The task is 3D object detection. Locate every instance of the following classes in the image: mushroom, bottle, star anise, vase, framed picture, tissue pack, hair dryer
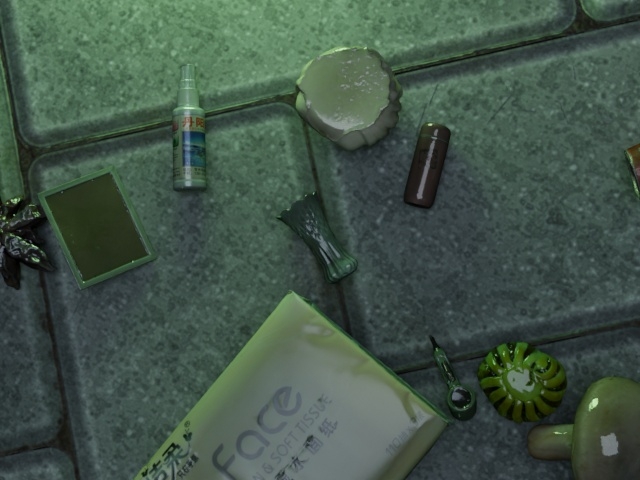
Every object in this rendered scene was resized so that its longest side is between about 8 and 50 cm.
[{"bbox_3d":[0.432,0.315,1.717,0.215,0.207,0.207,-4,83,38],"label":"mushroom"},{"bbox_3d":[0.178,-0.125,1.833,0.053,0.053,0.140,14,85,6],"label":"bottle"},{"bbox_3d":[-0.226,-0.191,1.870,0.060,0.060,0.217,-3,84,4],"label":"bottle"},{"bbox_3d":[-0.549,-0.026,1.865,0.209,0.089,0.231,-32,94,-7],"label":"star anise"},{"bbox_3d":[0.000,0.000,1.827,0.081,0.081,0.149,-34,87,1],"label":"vase"},{"bbox_3d":[-0.381,-0.023,1.868,0.142,0.011,0.183,-24,82,-19],"label":"framed picture"},{"bbox_3d":[-0.040,0.335,1.730,0.331,0.205,0.405,39,88,11],"label":"tissue pack"},{"bbox_3d":[0.209,0.221,1.799,0.047,0.071,0.150,-25,66,-2],"label":"hair dryer"}]

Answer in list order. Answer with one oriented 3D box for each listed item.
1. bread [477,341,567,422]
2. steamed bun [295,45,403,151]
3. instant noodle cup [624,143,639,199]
[{"bbox_3d":[0.328,0.228,1.779,0.130,0.071,0.139,-43,83,4],"label":"bread"},{"bbox_3d":[0.050,-0.237,1.830,0.182,0.106,0.183,0,81,3],"label":"steamed bun"},{"bbox_3d":[0.571,-0.126,1.775,0.135,0.127,0.127,-17,83,12],"label":"instant noodle cup"}]
